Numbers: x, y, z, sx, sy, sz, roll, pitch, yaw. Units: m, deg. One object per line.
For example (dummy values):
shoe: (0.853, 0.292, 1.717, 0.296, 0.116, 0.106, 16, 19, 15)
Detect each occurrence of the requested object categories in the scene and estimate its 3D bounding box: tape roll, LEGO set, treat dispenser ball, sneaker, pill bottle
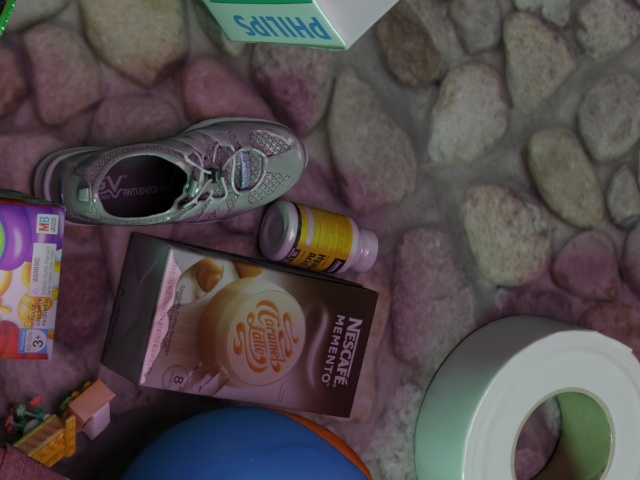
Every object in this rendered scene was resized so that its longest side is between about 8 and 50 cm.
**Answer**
tape roll: (0.251, 0.229, 1.809, 0.286, 0.100, 0.286, -5, 100, -29)
LEGO set: (-0.322, 0.230, 1.491, 0.287, 0.107, 0.132, -59, 155, -14)
treat dispenser ball: (-0.071, 0.304, 1.518, 0.288, 0.288, 0.288, -5, 101, -30)
sneaker: (-0.128, -0.053, 1.526, 0.281, 0.115, 0.105, -14, 105, -28)
pill bottle: (0.000, 0.000, 1.641, 0.116, 0.065, 0.065, 13, 92, -31)

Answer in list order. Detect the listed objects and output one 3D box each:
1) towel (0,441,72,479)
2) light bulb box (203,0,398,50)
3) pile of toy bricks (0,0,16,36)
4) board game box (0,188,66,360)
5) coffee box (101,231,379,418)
towel: (-0.156, 0.334, 1.243, 0.329, 0.037, 0.237, 36, 44, -26)
light bulb box: (-0.008, -0.426, 1.471, 0.358, 0.225, 0.361, -44, 118, -18)
pile of toy bricks: (-0.322, -0.231, 1.404, 0.105, 0.118, 0.212, 27, 101, -4)
board game box: (-0.382, 0.022, 1.372, 0.275, 0.144, 0.142, 3, 96, -32)
coffee box: (-0.079, 0.087, 1.588, 0.247, 0.098, 0.141, 12, 92, -32)
